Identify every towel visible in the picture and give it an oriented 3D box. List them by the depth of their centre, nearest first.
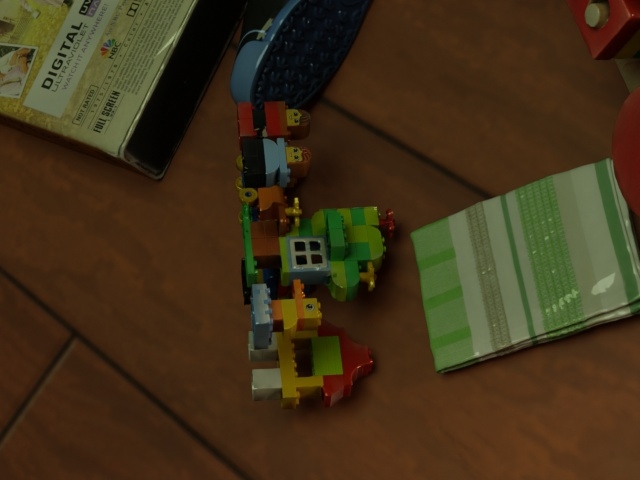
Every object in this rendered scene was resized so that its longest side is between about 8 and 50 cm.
[{"bbox_3d":[0.137,0.018,1.104,0.152,0.023,0.113,-21,58,23],"label":"towel"}]

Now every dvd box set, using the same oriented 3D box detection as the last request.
[{"bbox_3d":[-0.234,-0.245,1.400,0.420,0.062,0.307,19,79,34],"label":"dvd box set"}]

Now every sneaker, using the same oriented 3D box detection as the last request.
[{"bbox_3d":[-0.015,-0.196,1.249,0.090,0.081,0.232,19,72,37],"label":"sneaker"}]

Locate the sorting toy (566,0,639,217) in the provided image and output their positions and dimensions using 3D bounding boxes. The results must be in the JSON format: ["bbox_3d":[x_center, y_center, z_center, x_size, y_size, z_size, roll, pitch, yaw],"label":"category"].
[{"bbox_3d":[0.239,-0.136,0.967,0.257,0.089,0.255,-52,51,50],"label":"sorting toy"}]

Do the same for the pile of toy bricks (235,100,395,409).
[{"bbox_3d":[0.000,0.000,1.148,0.105,0.118,0.212,-2,53,-6],"label":"pile of toy bricks"}]
